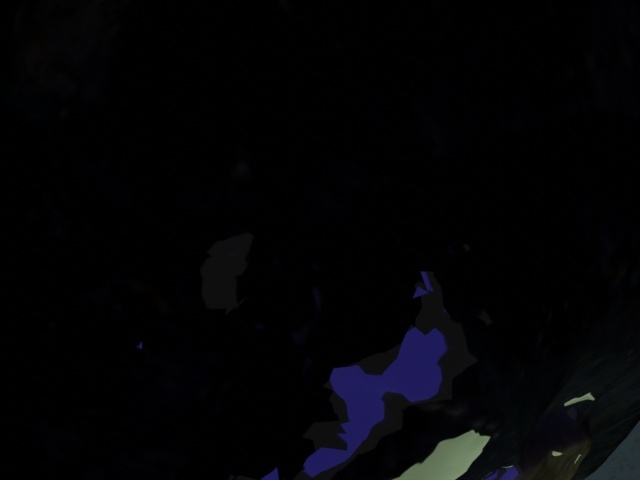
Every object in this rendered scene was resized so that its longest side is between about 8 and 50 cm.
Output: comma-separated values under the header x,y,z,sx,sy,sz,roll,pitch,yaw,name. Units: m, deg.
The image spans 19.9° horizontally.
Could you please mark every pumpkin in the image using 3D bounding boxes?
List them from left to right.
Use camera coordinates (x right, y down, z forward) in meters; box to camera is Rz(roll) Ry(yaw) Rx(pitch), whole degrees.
x,y,z,sx,sy,sz,roll,pitch,yaw,name
0.000,0.000,0.913,0.454,0.344,0.454,-34,154,-19,pumpkin
